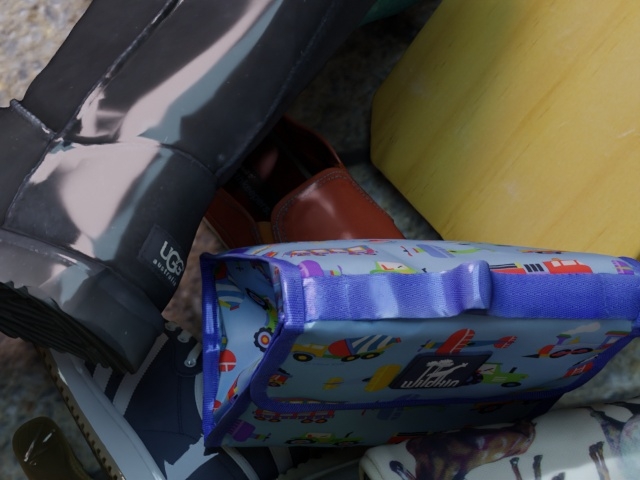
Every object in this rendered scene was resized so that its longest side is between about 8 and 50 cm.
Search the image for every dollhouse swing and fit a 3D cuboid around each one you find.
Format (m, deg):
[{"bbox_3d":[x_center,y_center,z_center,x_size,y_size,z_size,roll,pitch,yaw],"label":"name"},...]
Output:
[{"bbox_3d":[0.267,-0.114,1.452,0.315,0.305,0.347,3,33,-39],"label":"dollhouse swing"}]

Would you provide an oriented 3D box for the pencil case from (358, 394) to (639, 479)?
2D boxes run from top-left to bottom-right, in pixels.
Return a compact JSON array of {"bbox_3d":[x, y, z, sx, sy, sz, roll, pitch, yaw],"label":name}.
[{"bbox_3d":[0.224,0.159,1.193,0.410,0.183,0.160,-14,86,-10],"label":"pencil case"}]

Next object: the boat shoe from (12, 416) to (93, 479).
[{"bbox_3d":[-0.173,0.185,1.350,0.050,0.045,0.135,-26,56,1],"label":"boat shoe"}]

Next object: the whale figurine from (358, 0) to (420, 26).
[{"bbox_3d":[0.002,-0.207,1.513,0.216,0.141,0.272,-1,43,52],"label":"whale figurine"}]

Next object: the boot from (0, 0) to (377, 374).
[{"bbox_3d":[-0.150,-0.151,1.351,0.367,0.146,0.445,18,69,31],"label":"boot"}]

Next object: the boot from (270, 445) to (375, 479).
[{"bbox_3d":[0.051,0.236,1.290,0.190,0.076,0.208,-26,66,-11],"label":"boot"}]

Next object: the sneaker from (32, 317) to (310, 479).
[{"bbox_3d":[-0.115,0.077,1.381,0.153,0.099,0.282,-29,64,-10],"label":"sneaker"}]

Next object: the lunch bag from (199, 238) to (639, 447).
[{"bbox_3d":[0.059,0.046,1.189,0.221,0.293,0.138,1,78,-13],"label":"lunch bag"}]

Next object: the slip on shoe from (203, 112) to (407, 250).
[{"bbox_3d":[0.000,0.000,1.418,0.123,0.101,0.331,-34,62,-17],"label":"slip on shoe"}]
